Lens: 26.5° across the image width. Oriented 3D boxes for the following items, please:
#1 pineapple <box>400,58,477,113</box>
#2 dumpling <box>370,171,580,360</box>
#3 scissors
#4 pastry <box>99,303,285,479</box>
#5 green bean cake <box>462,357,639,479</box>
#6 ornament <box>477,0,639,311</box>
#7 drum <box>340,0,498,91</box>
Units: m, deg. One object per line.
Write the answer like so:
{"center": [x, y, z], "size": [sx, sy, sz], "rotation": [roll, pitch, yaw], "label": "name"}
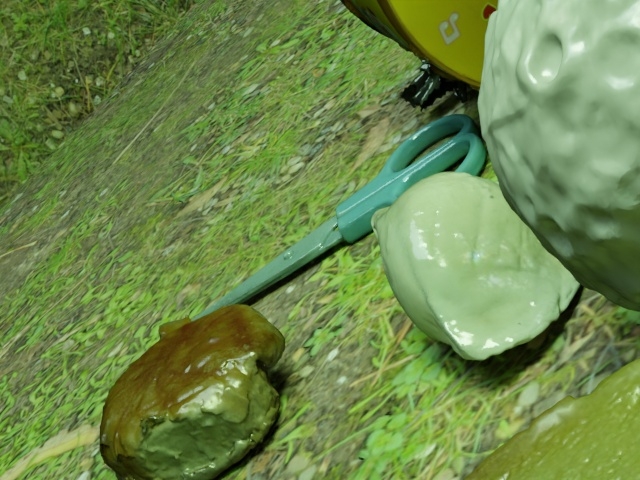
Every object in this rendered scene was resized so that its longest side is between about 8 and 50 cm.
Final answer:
{"center": [0.196, -0.317, 1.747], "size": [0.175, 0.175, 0.361], "rotation": [-22, 36, 37], "label": "pineapple"}
{"center": [0.148, 0.010, 1.221], "size": [0.179, 0.131, 0.252], "rotation": [-16, 31, -6], "label": "dumpling"}
{"center": [0.000, 0.000, 1.590], "size": [0.447, 0.029, 0.193], "rotation": [-34, 22, 13], "label": "scissors"}
{"center": [-0.131, 0.165, 1.387], "size": [0.229, 0.100, 0.218], "rotation": [-42, 25, -18], "label": "pastry"}
{"center": [0.192, 0.190, 0.779], "size": [0.233, 0.124, 0.236], "rotation": [-36, 22, 6], "label": "green bean cake"}
{"center": [0.267, -0.100, 0.943], "size": [0.337, 0.337, 0.337], "rotation": [-33, 22, 16], "label": "ornament"}
{"center": [0.204, -0.379, 1.454], "size": [0.431, 0.431, 0.214], "rotation": [-40, 29, 0], "label": "drum"}
